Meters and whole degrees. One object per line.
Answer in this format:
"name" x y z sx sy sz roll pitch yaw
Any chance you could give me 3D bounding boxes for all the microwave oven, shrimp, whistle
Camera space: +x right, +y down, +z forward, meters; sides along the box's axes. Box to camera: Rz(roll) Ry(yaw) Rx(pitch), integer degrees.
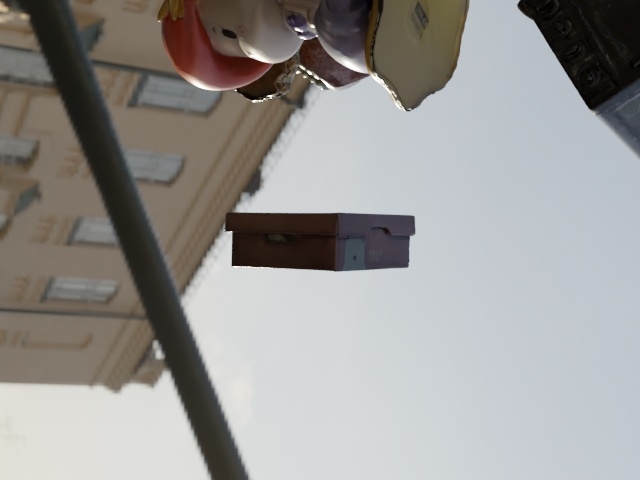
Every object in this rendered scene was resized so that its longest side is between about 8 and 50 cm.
"microwave oven" 0.365 -0.238 1.198 0.247 0.188 0.178 -36 -123 20
"shrimp" -0.098 -0.279 1.362 0.253 0.058 0.173 61 -41 19
"whistle" -0.031 -0.319 1.645 0.346 0.142 0.133 38 -61 26

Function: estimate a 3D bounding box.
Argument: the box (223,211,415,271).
"box" 0.000 0.000 1.742 0.215 0.215 0.086 2 -89 36

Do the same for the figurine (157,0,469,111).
"figurine" -0.009 -0.226 1.035 0.257 0.181 0.208 17 -70 30
